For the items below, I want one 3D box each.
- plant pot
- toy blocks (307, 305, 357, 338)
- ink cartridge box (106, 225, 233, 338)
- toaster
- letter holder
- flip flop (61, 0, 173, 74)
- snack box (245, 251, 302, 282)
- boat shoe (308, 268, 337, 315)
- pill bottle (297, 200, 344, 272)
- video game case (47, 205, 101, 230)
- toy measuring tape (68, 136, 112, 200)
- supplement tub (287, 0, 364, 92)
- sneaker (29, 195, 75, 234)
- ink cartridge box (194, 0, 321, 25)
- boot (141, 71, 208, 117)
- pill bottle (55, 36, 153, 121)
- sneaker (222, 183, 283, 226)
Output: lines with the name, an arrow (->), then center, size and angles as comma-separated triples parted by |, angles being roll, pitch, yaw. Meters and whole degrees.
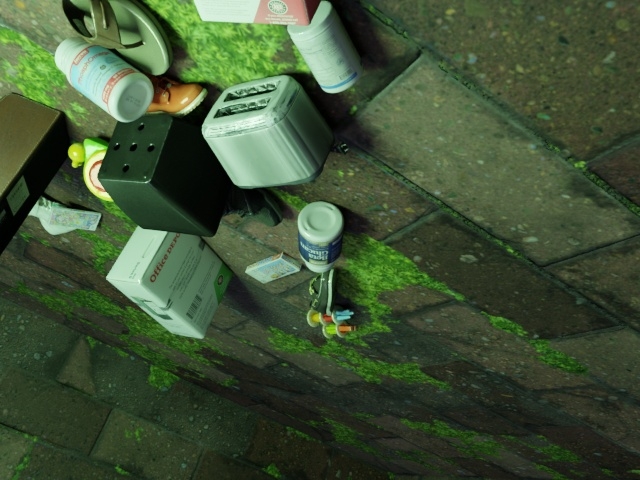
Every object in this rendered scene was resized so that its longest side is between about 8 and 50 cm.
plant pot -> -0.281, -0.128, 1.047 | 0.188, 0.187, 0.167 | 7, 163, 27
toy blocks -> 0.053, 0.229, 1.631 | 0.148, 0.054, 0.123 | -14, 136, 44
ink cartridge box -> -0.378, 0.092, 1.506 | 0.122, 0.211, 0.289 | 4, 146, 29
toaster -> -0.083, -0.175, 0.952 | 0.227, 0.129, 0.146 | 0, 143, 34
letter holder -> -0.693, -0.153, 1.187 | 0.215, 0.301, 0.152 | 23, 151, -5
flip flop -> -0.344, -0.346, 0.869 | 0.112, 0.080, 0.277 | -9, 140, 41
snack box -> -0.124, 0.073, 1.507 | 0.064, 0.022, 0.178 | 35, 148, -24
boat shoe -> 0.003, 0.131, 1.466 | 0.069, 0.081, 0.227 | 12, 153, 6
pill bottle -> 0.000, 0.000, 1.231 | 0.094, 0.094, 0.169 | 15, 151, 8
video game case -> -0.666, -0.059, 1.571 | 0.122, 0.011, 0.087 | 8, 148, -29
toy measuring tape -> -0.383, -0.117, 1.241 | 0.330, 0.121, 0.121 | 23, 151, -4
supplement tub -> 0.009, -0.264, 0.801 | 0.071, 0.071, 0.107 | -1, 144, 33
sneaker -> -0.740, -0.089, 1.578 | 0.094, 0.080, 0.212 | -3, 152, 16
ink cartridge box -> -0.092, -0.368, 0.666 | 0.159, 0.092, 0.217 | 10, 151, 18
boot -> -0.269, -0.257, 1.003 | 0.158, 0.059, 0.084 | 0, 141, 33
pill bottle -> -0.362, -0.272, 0.966 | 0.160, 0.087, 0.087 | 36, 155, 17
sneaker -> -0.181, -0.070, 1.194 | 0.087, 0.130, 0.228 | -10, 142, 45
